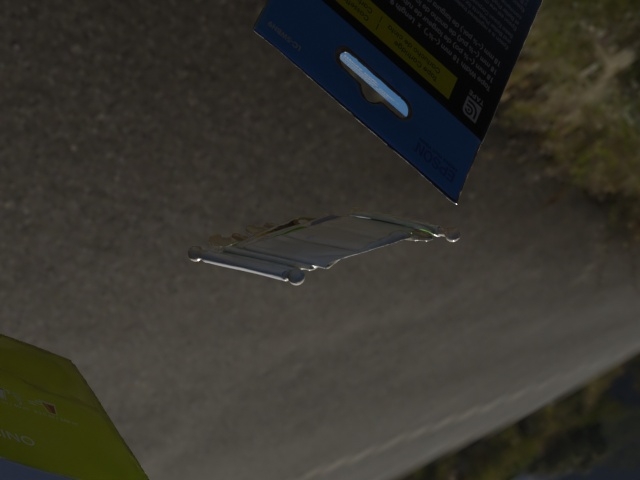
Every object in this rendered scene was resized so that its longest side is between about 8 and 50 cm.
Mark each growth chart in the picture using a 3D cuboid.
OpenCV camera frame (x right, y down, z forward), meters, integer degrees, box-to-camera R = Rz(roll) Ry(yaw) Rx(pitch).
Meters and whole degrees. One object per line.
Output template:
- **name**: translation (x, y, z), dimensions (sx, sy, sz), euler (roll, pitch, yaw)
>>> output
- **growth chart**: translation (0.000, 0.000, 1.540), dimensions (0.237, 0.021, 0.172), euler (-16, -159, -38)

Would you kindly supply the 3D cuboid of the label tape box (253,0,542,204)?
- **label tape box**: translation (0.063, -0.217, 1.339), dimensions (0.106, 0.241, 0.333), euler (-20, -142, 52)

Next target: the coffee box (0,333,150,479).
- **coffee box**: translation (-0.426, 0.288, 1.617), dimensions (0.338, 0.338, 0.334), euler (25, 101, -34)
